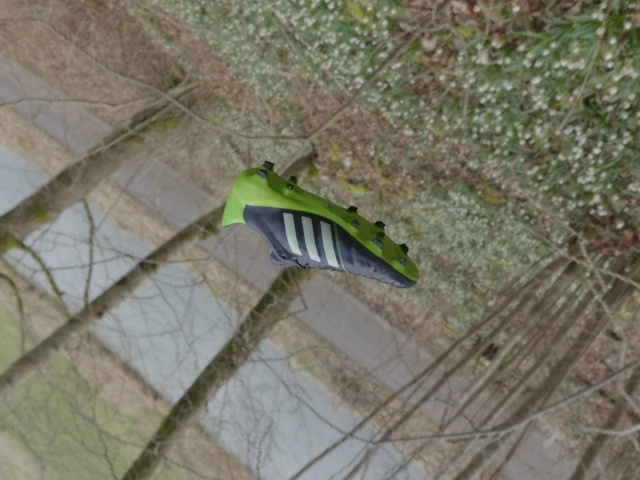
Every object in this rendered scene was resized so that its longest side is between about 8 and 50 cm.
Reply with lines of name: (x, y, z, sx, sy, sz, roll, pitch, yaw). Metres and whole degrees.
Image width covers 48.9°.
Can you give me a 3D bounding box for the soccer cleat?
soccer cleat: (0.000, 0.000, 0.610, 0.179, 0.060, 0.072, 30, 113, 0)
